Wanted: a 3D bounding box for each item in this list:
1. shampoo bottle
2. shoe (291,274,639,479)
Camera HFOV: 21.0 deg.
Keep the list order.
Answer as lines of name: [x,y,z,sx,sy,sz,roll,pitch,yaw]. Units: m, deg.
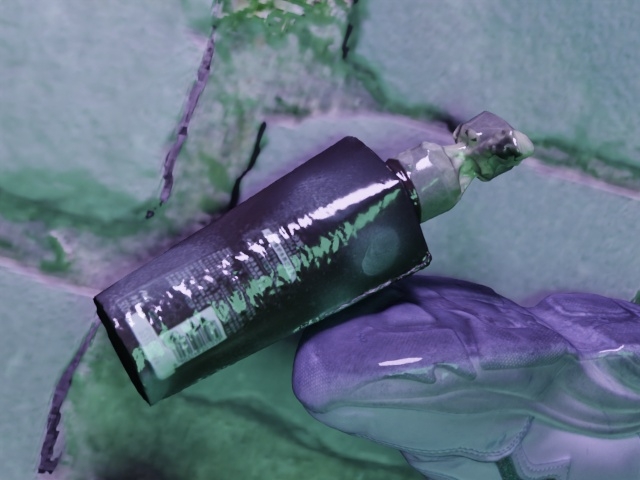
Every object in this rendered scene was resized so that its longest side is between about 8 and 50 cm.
shampoo bottle: [0.000,0.001,0.781,0.208,0.063,0.057,-30,121,-13]
shoe: [0.085,0.096,0.843,0.245,0.095,0.137,5,105,-35]
